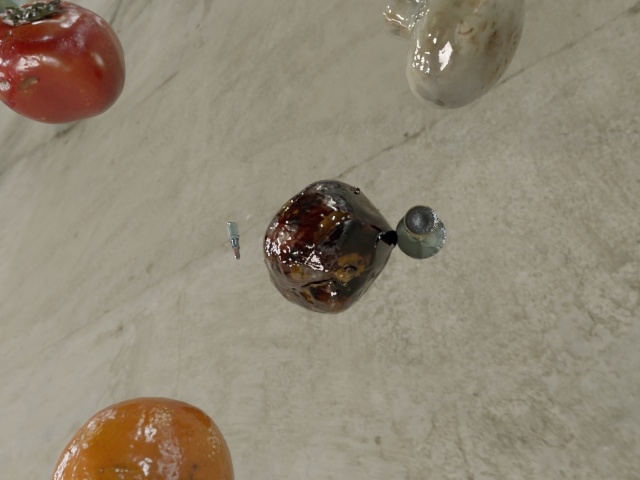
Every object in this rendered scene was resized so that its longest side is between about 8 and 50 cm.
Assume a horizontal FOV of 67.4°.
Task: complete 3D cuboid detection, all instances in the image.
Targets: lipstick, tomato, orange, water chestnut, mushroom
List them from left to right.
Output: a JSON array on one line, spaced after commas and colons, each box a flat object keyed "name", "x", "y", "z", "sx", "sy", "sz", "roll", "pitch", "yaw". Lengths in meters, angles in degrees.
[{"name": "tomato", "x": -0.677, "y": -0.457, "z": 1.237, "sx": 0.324, "sy": 0.290, "sz": 0.293, "roll": -18, "pitch": 53, "yaw": -9}, {"name": "orange", "x": -0.214, "y": 0.304, "z": 0.576, "sx": 0.224, "sy": 0.224, "sz": 0.170, "roll": -53, "pitch": 19, "yaw": 1}, {"name": "lipstick", "x": -0.211, "y": 0.004, "z": 1.185, "sx": 0.025, "sy": 0.025, "sz": 0.107, "roll": 113, "pitch": 147, "yaw": -48}, {"name": "water chestnut", "x": 0.000, "y": 0.000, "z": 1.181, "sx": 0.335, "sy": 0.335, "sz": 0.347, "roll": -49, "pitch": 51, "yaw": 5}, {"name": "mushroom", "x": 0.221, "y": -0.364, "z": 0.836, "sx": 0.243, "sy": 0.243, "sz": 0.244, "roll": -24, "pitch": 48, "yaw": 30}]

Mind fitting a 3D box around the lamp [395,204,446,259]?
[{"name": "lamp", "x": 0.234, "y": -0.019, "z": 1.124, "sx": 0.121, "sy": 0.215, "sz": 0.121, "roll": -3, "pitch": 73, "yaw": 11}]
